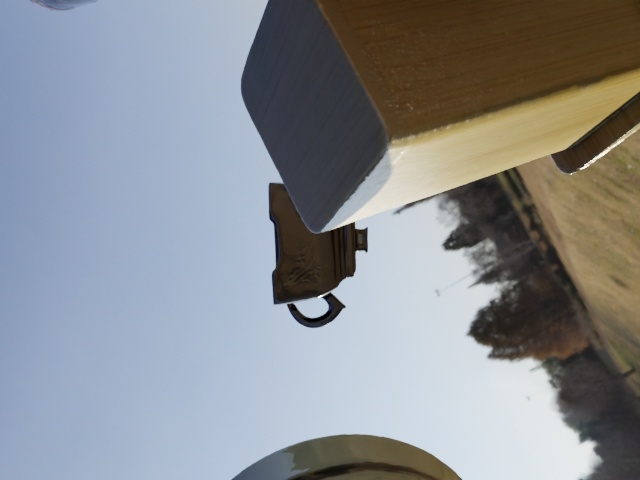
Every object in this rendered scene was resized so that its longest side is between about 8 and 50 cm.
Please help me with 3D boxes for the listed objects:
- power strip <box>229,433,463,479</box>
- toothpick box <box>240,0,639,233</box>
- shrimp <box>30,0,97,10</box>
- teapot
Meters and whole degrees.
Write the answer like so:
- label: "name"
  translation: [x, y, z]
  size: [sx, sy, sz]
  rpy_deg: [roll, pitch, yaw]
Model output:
- label: "power strip"
  translation: [0.036, 0.360, 0.631]
  size: [0.357, 0.357, 0.161]
  rpy_deg: [53, -177, -15]
- label: "toothpick box"
  translation: [0.114, -0.136, 0.522]
  size: [0.190, 0.308, 0.187]
  rpy_deg: [65, 153, 12]
- label: "shrimp"
  translation: [-0.151, -0.167, 0.371]
  size: [0.190, 0.075, 0.073]
  rpy_deg: [19, 112, 56]
- label: "teapot"
  translation: [0.000, 0.000, 0.669]
  size: [0.087, 0.096, 0.177]
  rpy_deg: [-87, -5, -85]
